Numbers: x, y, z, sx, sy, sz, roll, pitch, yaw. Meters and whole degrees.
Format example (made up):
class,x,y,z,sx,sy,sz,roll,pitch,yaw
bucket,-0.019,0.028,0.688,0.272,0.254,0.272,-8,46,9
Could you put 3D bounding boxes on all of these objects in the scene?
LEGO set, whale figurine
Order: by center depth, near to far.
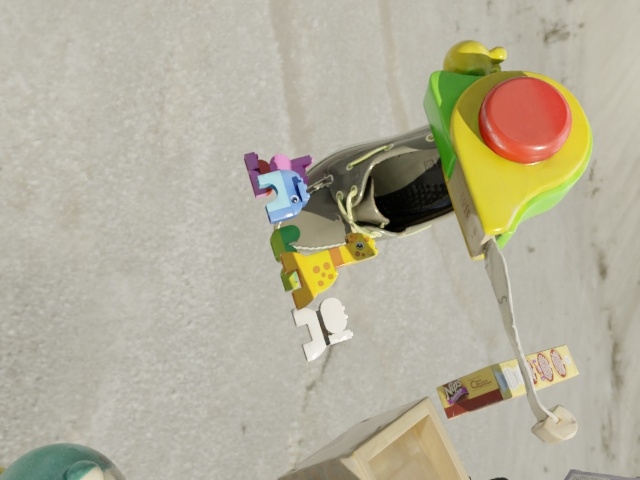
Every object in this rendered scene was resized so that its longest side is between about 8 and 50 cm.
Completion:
class,x,y,z,sx,sy,sz,roll,pitch,yaw
LEGO set,0.000,0.000,0.729,0.087,0.093,0.227,131,-57,-78
whale figurine,-0.333,0.315,0.798,0.141,0.216,0.272,43,6,13

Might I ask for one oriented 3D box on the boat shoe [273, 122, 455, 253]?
class,x,y,z,sx,sy,sz,roll,pitch,yaw
boat shoe,0.069,-0.054,0.765,0.109,0.305,0.091,62,25,-14

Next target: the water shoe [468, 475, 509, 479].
class,x,y,z,sx,sy,sz,roll,pitch,yaw
water shoe,0.292,0.410,1.107,0.203,0.073,0.080,21,80,-37

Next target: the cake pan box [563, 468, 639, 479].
class,x,y,z,sx,sy,sz,roll,pitch,yaw
cake pan box,0.281,0.339,0.677,0.246,0.267,0.070,-42,100,-28

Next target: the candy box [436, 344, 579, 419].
class,x,y,z,sx,sy,sz,roll,pitch,yaw
candy box,0.270,0.201,1.028,0.187,0.109,0.053,-6,69,-40

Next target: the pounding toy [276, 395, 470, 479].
class,x,y,z,sx,sy,sz,roll,pitch,yaw
pounding toy,0.039,0.206,0.494,0.130,0.100,0.141,-15,77,-55

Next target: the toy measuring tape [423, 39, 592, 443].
class,x,y,z,sx,sy,sz,roll,pitch,yaw
toy measuring tape,0.170,-0.019,0.557,0.121,0.121,0.330,28,44,-61

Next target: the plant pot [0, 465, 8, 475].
class,x,y,z,sx,sy,sz,roll,pitch,yaw
plant pot,-0.495,0.385,1.058,0.095,0.134,0.134,3,76,-35
